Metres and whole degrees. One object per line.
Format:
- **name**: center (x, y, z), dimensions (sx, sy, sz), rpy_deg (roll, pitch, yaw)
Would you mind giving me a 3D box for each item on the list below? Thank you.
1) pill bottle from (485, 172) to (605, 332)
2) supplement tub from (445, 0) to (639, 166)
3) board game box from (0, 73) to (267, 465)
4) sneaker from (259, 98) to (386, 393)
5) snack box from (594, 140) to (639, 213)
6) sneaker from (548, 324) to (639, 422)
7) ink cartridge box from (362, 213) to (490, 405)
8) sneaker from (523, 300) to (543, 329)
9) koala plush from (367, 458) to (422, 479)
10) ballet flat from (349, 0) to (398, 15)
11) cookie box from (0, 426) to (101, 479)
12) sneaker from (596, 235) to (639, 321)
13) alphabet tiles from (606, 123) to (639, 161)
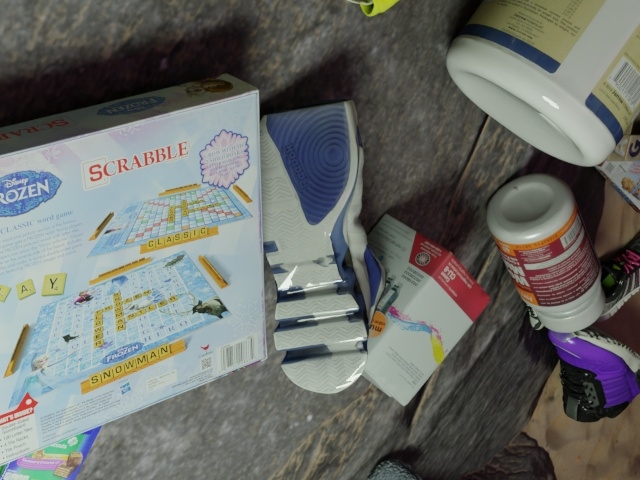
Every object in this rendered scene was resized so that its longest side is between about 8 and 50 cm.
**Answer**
- **pill bottle**: center (0.316, 0.022, 1.596), dimensions (0.121, 0.121, 0.221), rpy_deg (-43, 131, -14)
- **supplement tub**: center (0.321, -0.272, 1.355), dimensions (0.316, 0.228, 0.228), rpy_deg (-54, 137, -2)
- **board game box**: center (-0.202, 0.024, 1.137), dimensions (0.319, 0.066, 0.318), rpy_deg (-19, 123, -32)
- **sneaker**: center (0.000, 0.001, 1.316), dimensions (0.182, 0.127, 0.315), rpy_deg (-31, 117, -79)
- **snack box**: center (0.466, -0.100, 1.740), dimensions (0.178, 0.022, 0.064), rpy_deg (34, 88, -47)
- **sneaker**: center (0.430, 0.219, 1.842), dimensions (0.293, 0.102, 0.146), rpy_deg (30, 94, -47)
- **ink cartridge box**: center (0.092, 0.087, 1.439), dimensions (0.176, 0.128, 0.127), rpy_deg (-51, 137, -6)
- **sneaker**: center (0.315, 0.095, 1.720), dimensions (0.037, 0.032, 0.083), rpy_deg (-12, 112, -30)
- **koala plush**: center (0.153, 0.459, 1.650), dimensions (0.196, 0.221, 0.203), rpy_deg (-54, 137, -3)
- **ballet flat**: center (0.014, -0.302, 1.182), dimensions (0.077, 0.077, 0.231), rpy_deg (-44, 140, 11)
- **cookie box**: center (-0.288, 0.206, 1.234), dimensions (0.092, 0.040, 0.107), rpy_deg (21, 98, -45)
- **sneaker**: center (0.468, 0.049, 1.801), dimensions (0.170, 0.063, 0.075), rpy_deg (-46, 143, -4)
- **alphabet tiles**: center (0.502, -0.230, 1.686), dimensions (0.198, 0.009, 0.237), rpy_deg (-4, 111, -40)
